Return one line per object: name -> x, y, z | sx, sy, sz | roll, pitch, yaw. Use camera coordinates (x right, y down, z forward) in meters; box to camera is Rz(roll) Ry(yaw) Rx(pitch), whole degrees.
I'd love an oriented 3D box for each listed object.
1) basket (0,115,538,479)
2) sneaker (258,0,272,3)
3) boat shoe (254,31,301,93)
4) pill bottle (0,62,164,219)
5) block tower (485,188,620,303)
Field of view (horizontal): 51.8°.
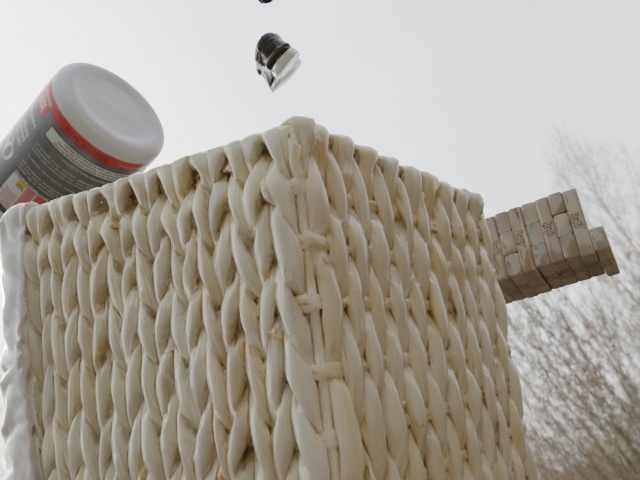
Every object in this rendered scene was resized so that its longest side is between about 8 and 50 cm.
basket -> -0.021, 0.123, 0.500 | 0.266, 0.331, 0.328 | -14, -13, 32
sneaker -> -0.103, -0.436, 1.098 | 0.063, 0.162, 0.073 | -11, -40, -11
boat shoe -> -0.048, -0.186, 0.692 | 0.038, 0.125, 0.046 | 43, -87, -4
pill bottle -> -0.465, -0.122, 1.172 | 0.363, 0.210, 0.210 | -39, -43, 25
block tower -> 0.199, 0.037, 0.860 | 0.335, 0.097, 0.091 | -19, -30, 24
